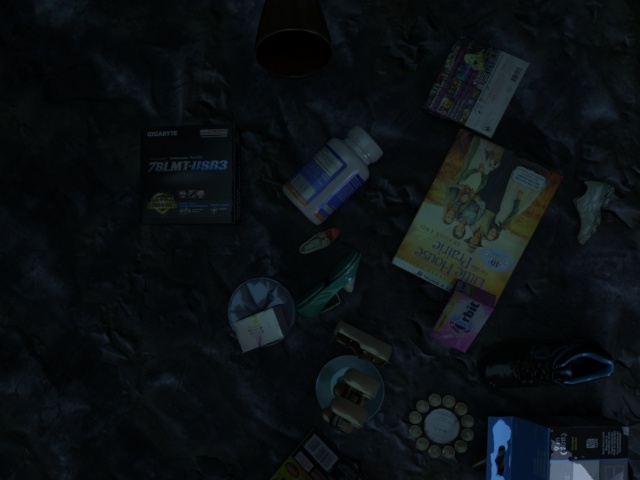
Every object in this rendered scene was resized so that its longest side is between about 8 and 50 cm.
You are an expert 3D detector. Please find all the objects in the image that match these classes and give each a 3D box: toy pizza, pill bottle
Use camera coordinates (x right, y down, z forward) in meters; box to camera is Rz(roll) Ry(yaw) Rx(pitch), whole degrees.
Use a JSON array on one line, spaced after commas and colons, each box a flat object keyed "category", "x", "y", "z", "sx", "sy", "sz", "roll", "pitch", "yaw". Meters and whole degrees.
[{"category": "toy pizza", "x": -0.171, "y": 0.209, "z": 1.541, "sx": 0.201, "sy": 0.032, "sz": 0.201, "roll": 0, "pitch": 88, "yaw": 8}, {"category": "pill bottle", "x": 0.038, "y": -0.185, "z": 1.458, "sx": 0.272, "sy": 0.152, "sz": 0.152, "roll": -43, "pitch": 84, "yaw": 4}]

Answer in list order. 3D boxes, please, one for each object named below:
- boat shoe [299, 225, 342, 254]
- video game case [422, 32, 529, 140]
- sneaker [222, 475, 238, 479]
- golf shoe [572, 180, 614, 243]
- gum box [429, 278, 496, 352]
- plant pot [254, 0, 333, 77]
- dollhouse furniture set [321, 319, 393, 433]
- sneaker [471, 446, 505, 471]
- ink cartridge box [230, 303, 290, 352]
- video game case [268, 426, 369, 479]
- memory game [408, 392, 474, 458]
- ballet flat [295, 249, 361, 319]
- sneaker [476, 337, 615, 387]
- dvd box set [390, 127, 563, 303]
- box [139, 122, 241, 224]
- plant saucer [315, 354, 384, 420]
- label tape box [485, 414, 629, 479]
[{"category": "boat shoe", "x": 0.000, "y": 0.000, "z": 1.515, "sx": 0.137, "sy": 0.043, "sz": 0.049, "roll": -28, "pitch": 84, "yaw": 5}, {"category": "video game case", "x": 0.428, "y": -0.426, "z": 1.462, "sx": 0.210, "sy": 0.042, "sz": 0.232, "roll": 26, "pitch": 93, "yaw": 7}, {"category": "sneaker", "x": -0.233, "y": 0.766, "z": 1.536, "sx": 0.166, "sy": 0.065, "sz": 0.076, "roll": 40, "pitch": 111, "yaw": 10}, {"category": "golf shoe", "x": 0.716, "y": -0.077, "z": 1.418, "sx": 0.086, "sy": 0.069, "sz": 0.176, "roll": 24, "pitch": 90, "yaw": 27}, {"category": "gum box", "x": 0.376, "y": 0.207, "z": 1.410, "sx": 0.107, "sy": 0.062, "sz": 0.188, "roll": 25, "pitch": 127, "yaw": 9}, {"category": "plant pot", "x": -0.079, "y": -0.615, "z": 1.467, "sx": 0.216, "sy": 0.215, "sz": 0.230, "roll": -6, "pitch": 74, "yaw": 8}, {"category": "dollhouse furniture set", "x": 0.063, "y": 0.360, "z": 1.386, "sx": 0.161, "sy": 0.212, "sz": 0.242, "roll": 27, "pitch": 66, "yaw": 6}, {"category": "sneaker", "x": 0.504, "y": 0.599, "z": 1.424, "sx": 0.186, "sy": 0.069, "sz": 0.083, "roll": -28, "pitch": 80, "yaw": 7}, {"category": "ink cartridge box", "x": -0.173, "y": 0.248, "z": 1.477, "sx": 0.143, "sy": 0.092, "sz": 0.089, "roll": -22, "pitch": 86, "yaw": 8}, {"category": "video game case", "x": -0.002, "y": 0.698, "z": 1.429, "sx": 0.275, "sy": 0.035, "sz": 0.248, "roll": 37, "pitch": 79, "yaw": 30}, {"category": "memory game", "x": 0.338, "y": 0.520, "z": 1.477, "sx": 0.186, "sy": 0.012, "sz": 0.186, "roll": 0, "pitch": 89, "yaw": 8}, {"category": "ballet flat", "x": 0.040, "y": 0.132, "z": 1.499, "sx": 0.247, "sy": 0.083, "sz": 0.087, "roll": -43, "pitch": 108, "yaw": 5}, {"category": "sneaker", "x": 0.585, "y": 0.323, "z": 1.382, "sx": 0.341, "sy": 0.140, "sz": 0.125, "roll": -12, "pitch": 90, "yaw": 9}, {"category": "dvd box set", "x": 0.422, "y": -0.055, "z": 1.448, "sx": 0.308, "sy": 0.062, "sz": 0.420, "roll": 28, "pitch": 93, "yaw": 8}, {"category": "box", "x": -0.384, "y": -0.192, "z": 1.558, "sx": 0.296, "sy": 0.073, "sz": 0.293, "roll": 0, "pitch": 90, "yaw": 7}, {"category": "plant saucer", "x": 0.085, "y": 0.420, "z": 1.500, "sx": 0.195, "sy": 0.037, "sz": 0.194, "roll": 0, "pitch": 90, "yaw": 8}, {"category": "label tape box", "x": 0.605, "y": 0.582, "z": 1.349, "sx": 0.334, "sy": 0.106, "sz": 0.240, "roll": 2, "pitch": 89, "yaw": -9}]
